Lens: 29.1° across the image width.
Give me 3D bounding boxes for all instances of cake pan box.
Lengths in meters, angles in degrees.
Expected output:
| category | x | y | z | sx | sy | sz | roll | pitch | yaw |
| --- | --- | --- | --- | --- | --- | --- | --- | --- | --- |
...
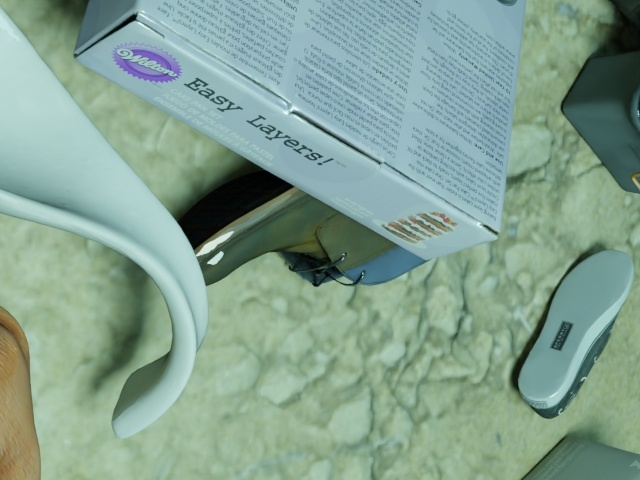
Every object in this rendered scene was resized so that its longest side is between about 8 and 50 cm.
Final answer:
| category | x | y | z | sx | sy | sz | roll | pitch | yaw |
| --- | --- | --- | --- | --- | --- | --- | --- | --- | --- |
| cake pan box | 0.006 | -0.151 | 0.687 | 0.267 | 0.070 | 0.245 | 27 | 57 | -33 |

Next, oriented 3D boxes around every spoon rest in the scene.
| category | x | y | z | sx | sy | sz | roll | pitch | yaw |
| --- | --- | --- | --- | --- | --- | --- | --- | --- | --- |
| spoon rest | -0.138 | -0.027 | 0.611 | 0.276 | 0.084 | 0.137 | 58 | 22 | -24 |

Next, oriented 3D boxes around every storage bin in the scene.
| category | x | y | z | sx | sy | sz | roll | pitch | yaw |
| --- | --- | --- | --- | --- | --- | --- | --- | --- | --- |
| storage bin | 0.247 | -0.080 | 0.919 | 0.135 | 0.091 | 0.098 | 43 | 69 | -32 |

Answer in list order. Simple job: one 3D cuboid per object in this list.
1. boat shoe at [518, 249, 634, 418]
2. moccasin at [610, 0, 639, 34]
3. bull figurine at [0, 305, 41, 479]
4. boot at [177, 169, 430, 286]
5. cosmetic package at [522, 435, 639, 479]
| category | x | y | z | sx | sy | sz | roll | pitch | yaw |
| --- | --- | --- | --- | --- | --- | --- | --- | --- | --- |
| boat shoe | 0.193 | 0.070 | 0.926 | 0.142 | 0.049 | 0.040 | -54 | 142 | -18 |
| moccasin | 0.317 | -0.183 | 0.935 | 0.380 | 0.139 | 0.147 | 37 | 67 | -17 |
| bull figurine | -0.194 | 0.185 | 0.591 | 0.188 | 0.101 | 0.310 | -7 | 88 | -38 |
| boot | 0.000 | 0.000 | 0.743 | 0.219 | 0.082 | 0.106 | -34 | 112 | -32 |
| cosmetic package | 0.220 | 0.282 | 0.933 | 0.127 | 0.107 | 0.238 | -34 | 111 | -30 |
